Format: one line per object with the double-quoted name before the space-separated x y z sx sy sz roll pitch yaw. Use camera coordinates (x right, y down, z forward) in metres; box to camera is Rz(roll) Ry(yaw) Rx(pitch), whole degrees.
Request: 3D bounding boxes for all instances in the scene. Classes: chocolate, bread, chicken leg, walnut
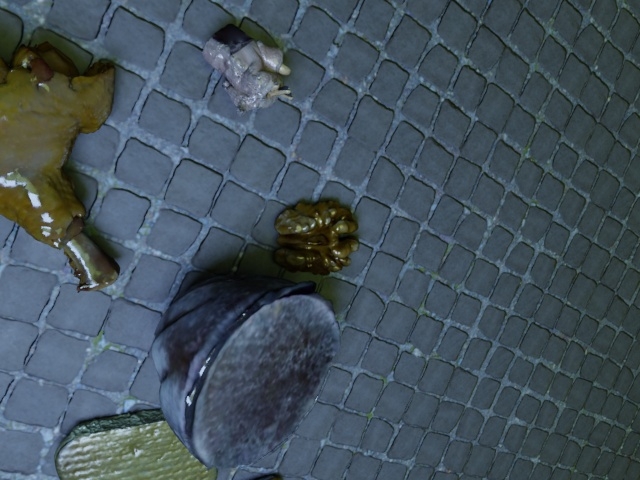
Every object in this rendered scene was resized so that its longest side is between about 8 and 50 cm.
"chocolate" -0.139 0.174 0.753 0.303 0.213 0.304 -26 127 -41
"bread" -0.299 0.394 0.815 0.286 0.056 0.208 2 97 -24
"chicken leg" -0.373 -0.122 0.630 0.295 0.182 0.410 -43 119 -28
"walnut" 0.000 0.000 0.857 0.170 0.069 0.143 -7 102 -25

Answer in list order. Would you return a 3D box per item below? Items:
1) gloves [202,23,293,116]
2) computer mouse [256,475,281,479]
"gloves" -0.115 -0.264 0.739 0.110 0.094 0.144 -31 90 -40
"computer mouse" -0.163 0.522 0.909 0.198 0.045 0.102 -6 106 -22
